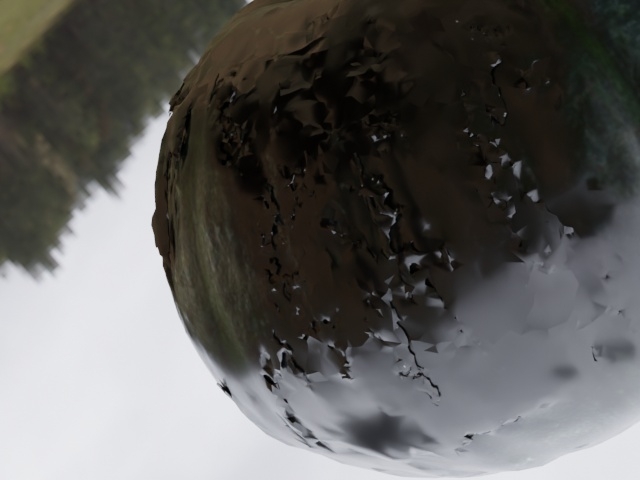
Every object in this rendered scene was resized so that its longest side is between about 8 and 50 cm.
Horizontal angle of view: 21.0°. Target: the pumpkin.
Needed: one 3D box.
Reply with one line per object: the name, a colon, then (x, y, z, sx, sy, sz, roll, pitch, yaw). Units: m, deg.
pumpkin: (0.058, -0.025, 0.530, 0.233, 0.163, 0.233, -31, -170, 6)
